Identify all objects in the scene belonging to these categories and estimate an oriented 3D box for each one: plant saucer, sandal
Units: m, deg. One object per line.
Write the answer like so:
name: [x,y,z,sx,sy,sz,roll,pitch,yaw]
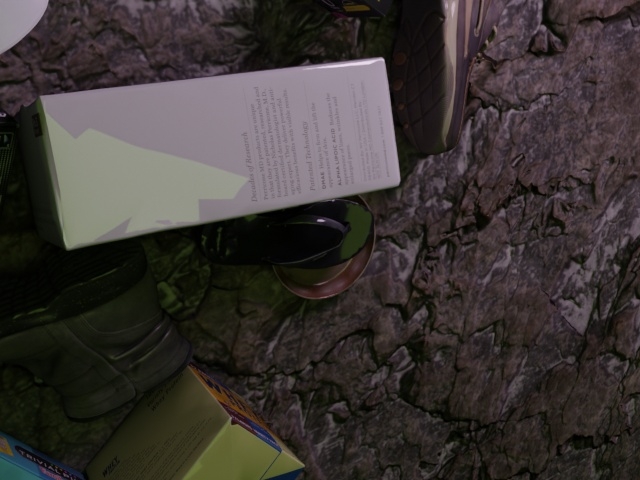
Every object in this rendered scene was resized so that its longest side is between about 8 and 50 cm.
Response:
plant saucer: [0.000,0.000,1.091,0.168,0.029,0.168,-8,107,-28]
sandal: [-0.036,-0.001,1.022,0.255,0.054,0.097,-7,107,-27]

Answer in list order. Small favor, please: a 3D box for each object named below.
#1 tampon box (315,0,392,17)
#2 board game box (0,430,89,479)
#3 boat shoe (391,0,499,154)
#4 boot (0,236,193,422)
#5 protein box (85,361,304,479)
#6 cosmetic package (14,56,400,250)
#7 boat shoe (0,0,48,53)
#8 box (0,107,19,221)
tampon box: [0.050,-0.373,0.958,0.101,0.120,0.161,27,91,-31]
board game box: [-0.394,0.399,0.959,0.336,0.079,0.254,43,82,-31]
boat shoe: [0.184,-0.294,1.050,0.130,0.132,0.355,-9,109,-26]
boot: [-0.330,0.143,0.904,0.338,0.118,0.222,-18,129,-8]
protein box: [-0.166,0.291,0.981,0.136,0.201,0.200,42,82,-31]
cosmetic package: [-0.129,-0.104,0.872,0.385,0.217,0.156,-14,100,-24]
boat shoe: [-0.413,-0.193,0.764,0.301,0.102,0.108,-34,108,-9]
box: [-0.415,-0.044,0.776,0.184,0.045,0.190,-11,131,-50]
